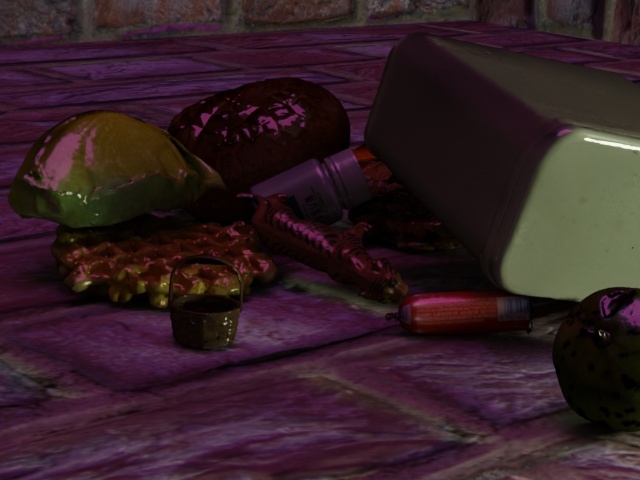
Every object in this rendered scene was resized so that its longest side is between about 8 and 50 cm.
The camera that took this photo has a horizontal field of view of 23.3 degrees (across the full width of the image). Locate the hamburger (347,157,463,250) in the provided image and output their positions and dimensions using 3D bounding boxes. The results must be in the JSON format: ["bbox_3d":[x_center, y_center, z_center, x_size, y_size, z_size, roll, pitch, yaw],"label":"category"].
[{"bbox_3d":[0.139,-0.055,1.901,0.231,0.107,0.231,-5,12,1],"label":"hamburger"}]

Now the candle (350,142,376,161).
[{"bbox_3d":[0.023,-0.102,2.148,0.084,0.059,0.301,-1,7,43],"label":"candle"}]

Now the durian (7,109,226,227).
[{"bbox_3d":[-0.226,-0.072,1.681,0.250,0.101,0.139,-14,62,-47],"label":"durian"}]

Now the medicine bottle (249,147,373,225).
[{"bbox_3d":[-0.010,-0.051,1.804,0.130,0.080,0.080,-25,16,0],"label":"medicine bottle"}]

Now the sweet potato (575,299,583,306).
[{"bbox_3d":[0.251,0.092,1.449,0.049,0.049,0.117,6,19,12],"label":"sweet potato"}]

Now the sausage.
[{"bbox_3d":[0.135,0.072,1.515,0.145,0.048,0.050,-3,-27,-5],"label":"sausage"}]

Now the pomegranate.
[{"bbox_3d":[0.258,0.103,1.299,0.122,0.122,0.161,9,-11,22],"label":"pomegranate"}]

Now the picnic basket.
[{"bbox_3d":[-0.108,0.055,1.452,0.072,0.083,0.072,3,14,-1],"label":"picnic basket"}]

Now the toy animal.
[{"bbox_3d":[0.000,0.000,1.661,0.241,0.057,0.099,27,17,21],"label":"toy animal"}]

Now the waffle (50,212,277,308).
[{"bbox_3d":[-0.166,0.017,1.647,0.243,0.059,0.238,3,15,-1],"label":"waffle"}]

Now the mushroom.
[{"bbox_3d":[-0.079,-0.116,1.940,0.253,0.153,0.253,-17,24,8],"label":"mushroom"}]

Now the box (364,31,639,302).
[{"bbox_3d":[0.267,-0.073,1.636,0.351,0.177,0.344,7,21,-28],"label":"box"}]
